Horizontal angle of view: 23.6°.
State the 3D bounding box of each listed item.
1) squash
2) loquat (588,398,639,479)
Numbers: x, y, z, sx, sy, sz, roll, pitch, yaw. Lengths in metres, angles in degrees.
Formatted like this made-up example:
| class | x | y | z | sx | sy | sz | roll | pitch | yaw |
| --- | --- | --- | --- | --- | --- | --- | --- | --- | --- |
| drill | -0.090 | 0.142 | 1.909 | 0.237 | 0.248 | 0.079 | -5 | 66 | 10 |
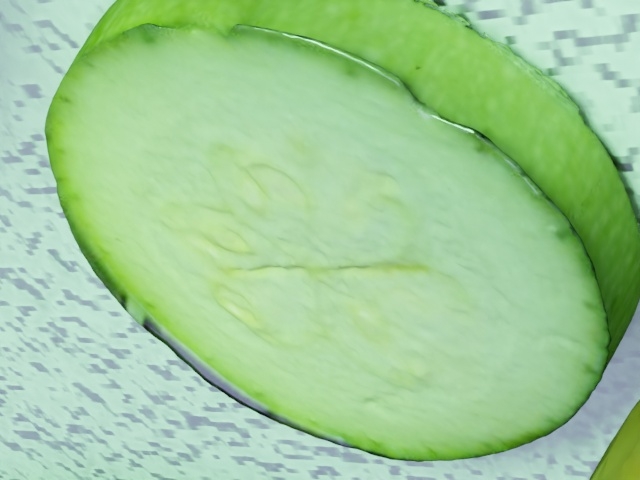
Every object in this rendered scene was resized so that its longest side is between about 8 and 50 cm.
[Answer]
| class | x | y | z | sx | sy | sz | roll | pitch | yaw |
| --- | --- | --- | --- | --- | --- | --- | --- | --- | --- |
| squash | 0.002 | -0.004 | 0.544 | 0.219 | 0.041 | 0.219 | 20 | 143 | 16 |
| loquat | 0.204 | 0.106 | 0.366 | 0.275 | 0.275 | 0.275 | 16 | 139 | 15 |
